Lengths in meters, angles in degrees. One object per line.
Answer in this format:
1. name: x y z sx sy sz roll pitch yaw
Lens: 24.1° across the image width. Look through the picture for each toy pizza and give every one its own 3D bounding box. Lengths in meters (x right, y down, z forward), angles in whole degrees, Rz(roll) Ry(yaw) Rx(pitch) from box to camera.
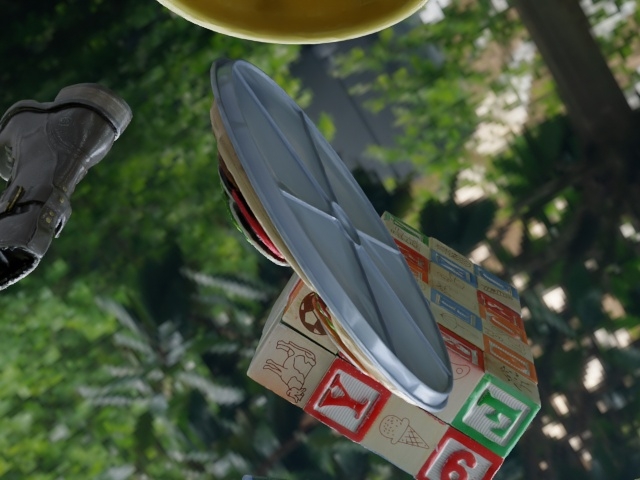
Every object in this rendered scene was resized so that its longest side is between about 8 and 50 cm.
1. toy pizza: 0.000 0.000 0.730 0.032 0.201 0.201 -33 -165 12

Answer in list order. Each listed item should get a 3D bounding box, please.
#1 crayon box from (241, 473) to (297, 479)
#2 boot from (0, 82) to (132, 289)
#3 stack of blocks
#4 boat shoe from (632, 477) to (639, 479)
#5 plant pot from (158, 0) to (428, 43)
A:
1. crayon box: 0.021 0.371 1.620 0.322 0.083 0.203 0 -130 34
2. boot: -0.315 -0.043 1.550 0.263 0.091 0.229 -21 -143 52
3. stack of blocks: 0.057 0.062 1.088 0.087 0.171 0.297 -58 -177 13
4. boat shoe: 0.378 0.244 1.370 0.223 0.080 0.073 -11 -156 -4
5. plant pot: -0.022 -0.323 1.208 0.254 0.254 0.239 -19 -120 41
